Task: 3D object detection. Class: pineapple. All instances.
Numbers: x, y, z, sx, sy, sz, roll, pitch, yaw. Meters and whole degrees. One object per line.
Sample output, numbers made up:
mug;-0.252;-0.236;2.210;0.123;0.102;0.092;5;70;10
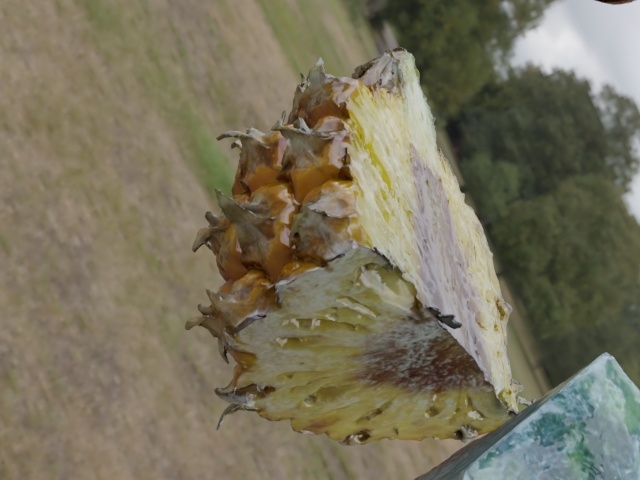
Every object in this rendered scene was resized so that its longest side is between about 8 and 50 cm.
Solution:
pineapple;0.000;-0.003;1.023;0.344;0.209;0.286;47;28;-50

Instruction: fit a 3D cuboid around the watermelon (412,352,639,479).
watermelon;0.069;0.234;0.765;0.228;0.387;0.258;30;1;-29

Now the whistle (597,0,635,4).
whistle;0.282;-0.353;1.560;0.142;0.346;0.134;57;43;-65
